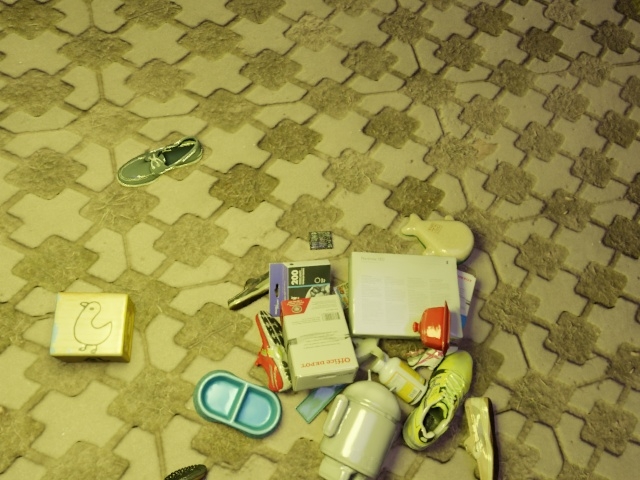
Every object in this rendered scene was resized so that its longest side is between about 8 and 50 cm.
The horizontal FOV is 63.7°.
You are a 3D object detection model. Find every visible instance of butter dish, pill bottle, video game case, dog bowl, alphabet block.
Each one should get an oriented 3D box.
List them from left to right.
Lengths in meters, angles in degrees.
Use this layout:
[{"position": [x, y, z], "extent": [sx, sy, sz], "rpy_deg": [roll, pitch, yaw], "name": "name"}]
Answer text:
[{"position": [-0.683, 0.268, 1.566], "extent": [0.197, 0.193, 0.192], "rpy_deg": [2, 72, -12], "name": "alphabet block"}, {"position": [-0.259, 0.517, 1.635], "extent": [0.297, 0.074, 0.166], "rpy_deg": [24, 68, -4], "name": "dog bowl"}, {"position": [0.116, 0.190, 1.864], "extent": [0.122, 0.011, 0.087], "rpy_deg": [-20, 77, -18], "name": "video game case"}, {"position": [0.265, 0.464, 1.751], "extent": [0.184, 0.103, 0.103], "rpy_deg": [38, 68, 3], "name": "pill bottle"}, {"position": [0.353, 0.279, 1.641], "extent": [0.118, 0.160, 0.160], "rpy_deg": [1, 69, 17], "name": "butter dish"}]

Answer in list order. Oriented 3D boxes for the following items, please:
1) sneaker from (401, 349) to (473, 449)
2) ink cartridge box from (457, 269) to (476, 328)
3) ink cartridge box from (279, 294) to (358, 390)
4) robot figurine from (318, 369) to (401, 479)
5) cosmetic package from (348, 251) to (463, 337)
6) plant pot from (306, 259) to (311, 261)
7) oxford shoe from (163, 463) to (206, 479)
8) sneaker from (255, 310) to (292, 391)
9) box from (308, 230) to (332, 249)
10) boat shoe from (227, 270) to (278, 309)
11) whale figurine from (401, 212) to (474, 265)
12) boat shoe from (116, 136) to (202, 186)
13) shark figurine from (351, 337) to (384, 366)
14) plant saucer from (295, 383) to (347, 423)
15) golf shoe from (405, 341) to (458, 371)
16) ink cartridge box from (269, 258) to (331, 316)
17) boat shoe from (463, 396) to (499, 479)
[{"position": [0.424, 0.536, 1.737], "extent": [0.145, 0.147, 0.385], "rpy_deg": [35, 65, 3], "name": "sneaker"}, {"position": [0.468, 0.210, 1.893], "extent": [0.148, 0.086, 0.203], "rpy_deg": [22, 68, -2], "name": "ink cartridge box"}, {"position": [-0.012, 0.323, 1.643], "extent": [0.196, 0.114, 0.273], "rpy_deg": [-5, 50, -12], "name": "ink cartridge box"}, {"position": [0.128, 0.596, 1.620], "extent": [0.300, 0.199, 0.354], "rpy_deg": [41, 66, -35], "name": "robot figurine"}, {"position": [0.286, 0.193, 1.774], "extent": [0.377, 0.097, 0.285], "rpy_deg": [4, 72, -7], "name": "cosmetic package"}, {"position": [-0.047, 0.112, 1.826], "extent": [0.083, 0.083, 0.079], "rpy_deg": [37, 55, 2], "name": "plant pot"}, {"position": [-0.434, 0.748, 1.523], "extent": [0.227, 0.083, 0.096], "rpy_deg": [-28, 98, -19], "name": "oxford shoe"}, {"position": [-0.173, 0.363, 1.695], "extent": [0.118, 0.107, 0.279], "rpy_deg": [-33, 62, 19], "name": "sneaker"}, {"position": [0.000, 0.000, 1.901], "extent": [0.083, 0.018, 0.067], "rpy_deg": [-3, 72, -13], "name": "box"}, {"position": [-0.227, 0.162, 1.767], "extent": [0.223, 0.080, 0.073], "rpy_deg": [-28, 73, -25], "name": "boat shoe"}, {"position": [0.444, -0.002, 1.957], "extent": [0.272, 0.141, 0.216], "rpy_deg": [24, 64, 23], "name": "whale figurine"}, {"position": [-0.574, -0.290, 1.834], "extent": [0.319, 0.099, 0.116], "rpy_deg": [-24, 78, -19], "name": "boat shoe"}, {"position": [0.100, 0.397, 1.747], "extent": [0.278, 0.116, 0.166], "rpy_deg": [-10, 40, -23], "name": "shark figurine"}, {"position": [0.003, 0.518, 1.722], "extent": [0.192, 0.018, 0.067], "rpy_deg": [-40, 83, -22], "name": "plant saucer"}, {"position": [0.396, 0.409, 1.812], "extent": [0.186, 0.067, 0.086], "rpy_deg": [-16, 81, 3], "name": "golf shoe"}, {"position": [-0.070, 0.172, 1.754], "extent": [0.208, 0.045, 0.206], "rpy_deg": [-3, 110, -13], "name": "ink cartridge box"}, {"position": [0.540, 0.688, 1.744], "extent": [0.098, 0.109, 0.302], "rpy_deg": [-9, 69, 26], "name": "boat shoe"}]
